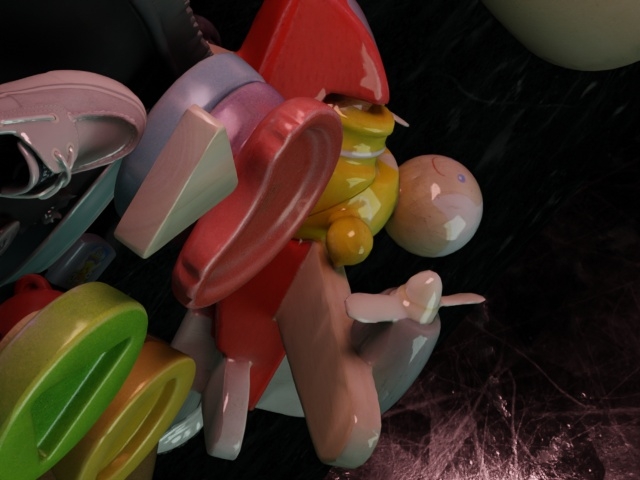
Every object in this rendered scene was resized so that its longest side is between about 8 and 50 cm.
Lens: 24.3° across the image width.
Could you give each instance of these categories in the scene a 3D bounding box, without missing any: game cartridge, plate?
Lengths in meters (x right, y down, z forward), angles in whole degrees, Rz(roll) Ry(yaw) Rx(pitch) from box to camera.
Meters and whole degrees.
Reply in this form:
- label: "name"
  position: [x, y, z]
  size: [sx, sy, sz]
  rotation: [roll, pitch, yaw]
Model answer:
- label: "game cartridge"
  position: [-0.215, 0.020, 1.348]
  size: [0.056, 0.017, 0.083]
  rotation: [-54, 165, 1]
- label: "plate"
  position: [-0.184, -0.031, 1.129]
  size: [0.188, 0.024, 0.188]
  rotation: [-44, -164, 16]

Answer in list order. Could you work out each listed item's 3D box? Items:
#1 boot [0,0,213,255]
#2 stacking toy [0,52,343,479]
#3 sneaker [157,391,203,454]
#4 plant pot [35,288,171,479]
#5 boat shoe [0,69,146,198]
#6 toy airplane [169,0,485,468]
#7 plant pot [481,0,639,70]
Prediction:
- label: "boot"
  position: [-0.275, -0.027, 0.878]
  size: [0.445, 0.146, 0.367]
  rotation: [-45, 162, -3]
- label: "stacking toy"
  position: [-0.136, 0.009, 0.910]
  size: [0.309, 0.130, 0.279]
  rotation: [-56, 166, 5]
- label: "sneaker"
  position: [-0.233, 0.220, 1.645]
  size: [0.271, 0.100, 0.108]
  rotation: [-44, 150, -33]
- label: "plant pot"
  position: [-0.240, 0.182, 1.326]
  size: [0.254, 0.237, 0.237]
  rotation: [-64, 165, -6]
- label: "boat shoe"
  position: [-0.161, -0.048, 0.767]
  size: [0.184, 0.063, 0.066]
  rotation: [-1, 130, -45]
- label: "toy airplane"
  position: [0.000, 0.000, 1.234]
  size: [0.272, 0.386, 0.384]
  rotation: [-3, 169, -9]
- label: "plant pot"
  position: [0.213, -0.315, 1.401]
  size: [0.274, 0.256, 0.256]
  rotation: [13, 117, -54]
